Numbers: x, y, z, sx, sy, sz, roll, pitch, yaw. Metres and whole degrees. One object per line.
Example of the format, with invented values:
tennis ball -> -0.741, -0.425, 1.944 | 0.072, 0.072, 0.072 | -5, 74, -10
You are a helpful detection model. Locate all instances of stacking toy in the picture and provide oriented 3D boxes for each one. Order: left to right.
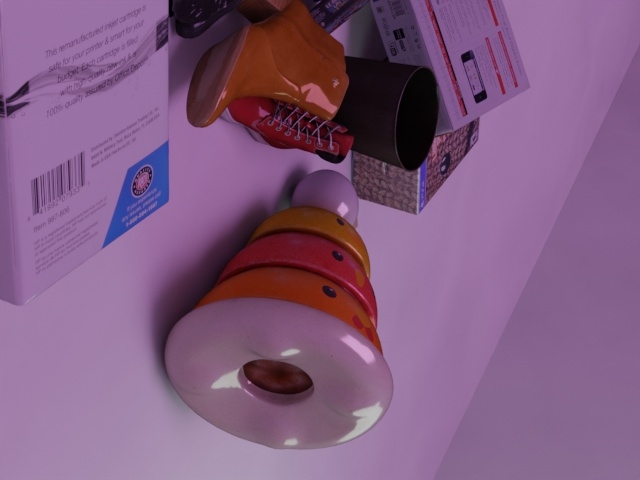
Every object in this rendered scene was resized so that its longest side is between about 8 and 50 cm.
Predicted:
stacking toy -> -0.032, 0.059, 2.107 | 0.350, 0.351, 0.480 | 80, 17, -47

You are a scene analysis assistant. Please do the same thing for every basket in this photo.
basket -> 0.053, -0.219, 2.092 | 0.154, 0.227, 0.204 | -65, 157, -19

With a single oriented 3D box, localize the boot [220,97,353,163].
boot -> -0.045, -0.185, 1.960 | 0.088, 0.176, 0.244 | -68, 155, -6

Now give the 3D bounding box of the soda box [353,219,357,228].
soda box -> 0.000, 0.000, 2.341 | 0.181, 0.058, 0.061 | -53, 150, -39

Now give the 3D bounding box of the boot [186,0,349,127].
boot -> -0.060, -0.225, 1.850 | 0.211, 0.104, 0.295 | 38, 51, -28

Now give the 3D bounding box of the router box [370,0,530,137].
router box -> 0.223, -0.378, 2.321 | 0.301, 0.082, 0.335 | -30, 104, -50

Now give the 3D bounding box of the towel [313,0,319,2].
towel -> 0.106, -0.517, 2.066 | 0.308, 0.076, 0.227 | -53, -176, -32

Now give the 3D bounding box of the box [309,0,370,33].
box -> 0.048, -0.378, 2.046 | 0.207, 0.036, 0.114 | -34, -179, 36

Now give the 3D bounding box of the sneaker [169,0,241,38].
sneaker -> -0.156, -0.335, 1.763 | 0.170, 0.051, 0.089 | -51, 154, -34

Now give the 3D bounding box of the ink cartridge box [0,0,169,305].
ink cartridge box -> -0.301, -0.179, 1.400 | 0.285, 0.166, 0.395 | -42, 143, -52

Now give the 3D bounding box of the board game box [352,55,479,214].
board game box -> 0.185, -0.232, 2.488 | 0.291, 0.141, 0.232 | -49, 148, -44
